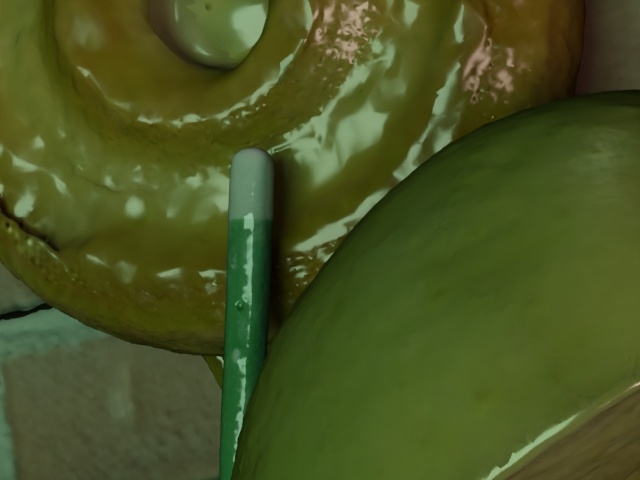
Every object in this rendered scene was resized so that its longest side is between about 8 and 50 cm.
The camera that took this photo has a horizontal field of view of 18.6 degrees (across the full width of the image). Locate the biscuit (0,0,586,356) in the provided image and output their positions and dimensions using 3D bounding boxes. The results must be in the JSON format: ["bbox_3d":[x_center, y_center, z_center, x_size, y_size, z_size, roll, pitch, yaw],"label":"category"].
[{"bbox_3d":[-0.037,-0.097,0.813,0.296,0.102,0.296,-5,77,22],"label":"biscuit"}]

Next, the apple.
[{"bbox_3d":[0.108,0.089,0.685,0.295,0.233,0.258,29,121,-20],"label":"apple"}]

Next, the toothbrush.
[{"bbox_3d":[-0.031,0.092,0.726,0.018,0.024,0.257,-2,80,25],"label":"toothbrush"}]

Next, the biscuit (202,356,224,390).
[{"bbox_3d":[0.000,0.000,0.859,0.183,0.039,0.174,49,113,16],"label":"biscuit"}]
